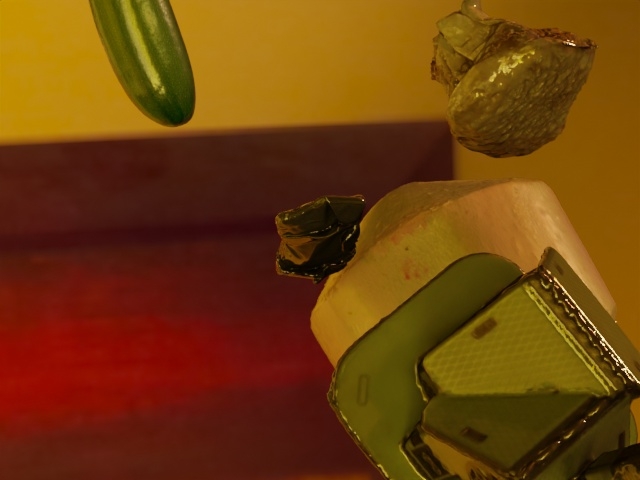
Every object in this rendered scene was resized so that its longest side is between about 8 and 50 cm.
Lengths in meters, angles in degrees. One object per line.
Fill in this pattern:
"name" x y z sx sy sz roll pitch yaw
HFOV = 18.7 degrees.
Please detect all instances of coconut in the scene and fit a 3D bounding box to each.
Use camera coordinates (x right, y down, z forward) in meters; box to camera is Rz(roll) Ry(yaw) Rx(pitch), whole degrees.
"coconut" 0.149 0.080 2.028 0.297 0.309 0.297 -22 156 -11

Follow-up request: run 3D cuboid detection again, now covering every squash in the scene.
"squash" -0.195 -0.251 1.953 0.082 0.292 0.082 -16 -172 2

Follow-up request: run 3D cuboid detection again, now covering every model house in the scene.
"model house" 0.163 0.105 1.407 0.205 0.218 0.279 -39 179 -21

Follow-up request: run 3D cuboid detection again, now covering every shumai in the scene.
"shumai" 0.146 -0.144 1.573 0.146 0.145 0.116 -8 -127 -32

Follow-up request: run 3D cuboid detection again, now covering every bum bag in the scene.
"bum bag" 0.000 0.000 1.859 0.087 0.049 0.197 -10 163 -5
